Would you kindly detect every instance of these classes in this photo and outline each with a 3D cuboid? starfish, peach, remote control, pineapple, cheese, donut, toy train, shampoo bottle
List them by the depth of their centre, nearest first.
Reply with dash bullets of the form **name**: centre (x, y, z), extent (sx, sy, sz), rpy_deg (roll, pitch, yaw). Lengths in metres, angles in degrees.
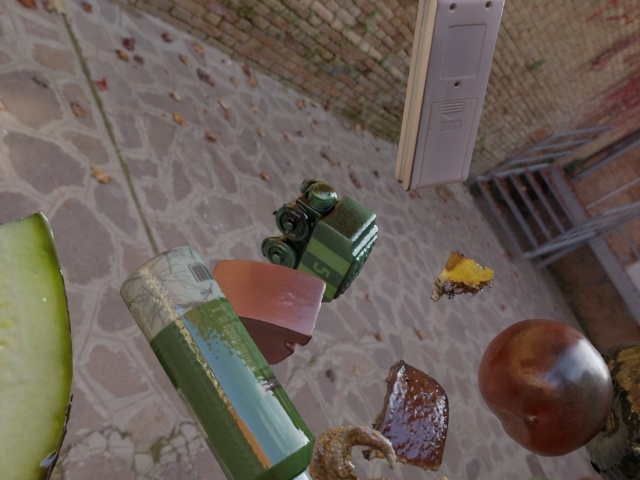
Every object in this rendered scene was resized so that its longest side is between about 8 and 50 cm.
- **shampoo bottle**: centre (-0.055, 0.102, 0.380), extent (0.204, 0.065, 0.065), rpy_deg (54, 23, 15)
- **starfish**: centre (0.018, 0.241, 0.493), extent (0.150, 0.210, 0.053), rpy_deg (66, 23, 4)
- **remote control**: centre (0.172, -0.205, 0.810), extent (0.103, 0.277, 0.055), rpy_deg (-11, 37, -19)
- **donut**: centre (0.149, 0.289, 0.957), extent (0.126, 0.144, 0.186), rpy_deg (21, 0, 5)
- **pineapple**: centre (0.218, 0.063, 0.959), extent (0.114, 0.114, 0.077), rpy_deg (-26, 104, -38)
- **cheese**: centre (-0.077, 0.131, 1.006), extent (0.203, 0.177, 0.128), rpy_deg (51, 44, -38)
- **peach**: centre (0.427, 0.278, 1.111), extent (0.252, 0.252, 0.252), rpy_deg (43, 28, -29)
- **toy train**: centre (0.000, 0.000, 1.377), extent (0.238, 0.299, 0.167), rpy_deg (36, 49, 9)

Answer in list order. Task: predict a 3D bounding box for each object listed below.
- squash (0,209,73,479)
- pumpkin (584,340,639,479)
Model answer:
- **squash**: centre (-0.298, 0.128, 0.487), extent (0.237, 0.204, 0.155), rpy_deg (-28, 57, -33)
- **pumpkin**: centre (0.704, 0.389, 1.252), extent (0.258, 0.291, 0.327), rpy_deg (6, 35, -6)
